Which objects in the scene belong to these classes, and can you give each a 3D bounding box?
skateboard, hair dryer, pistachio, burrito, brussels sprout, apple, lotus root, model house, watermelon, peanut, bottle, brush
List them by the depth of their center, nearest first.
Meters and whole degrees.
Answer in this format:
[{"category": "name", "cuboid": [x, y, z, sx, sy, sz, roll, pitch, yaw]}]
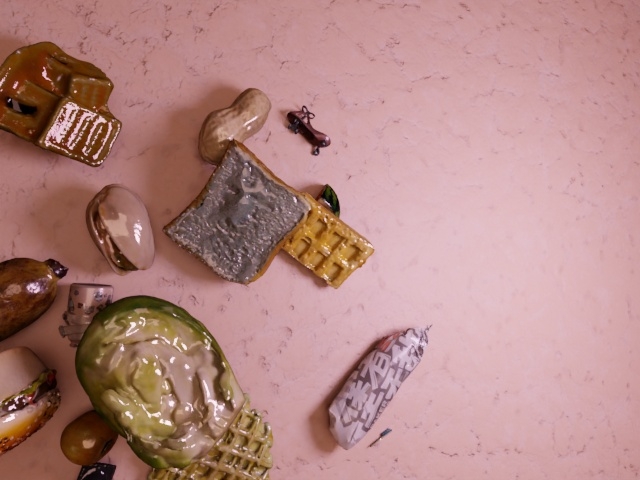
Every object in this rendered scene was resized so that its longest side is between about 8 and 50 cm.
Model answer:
[{"category": "lotus root", "cuboid": [-0.671, 0.124, 0.873, 0.260, 0.128, 0.145, -35, 111, -15]}, {"category": "brussels sprout", "cuboid": [-0.342, 0.291, 0.889, 0.371, 0.315, 0.276, 44, 60, 4]}, {"category": "apple", "cuboid": [-0.514, 0.436, 0.911, 0.102, 0.099, 0.114, 28, 49, 9]}, {"category": "model house", "cuboid": [-0.577, -0.304, 0.926, 0.239, 0.173, 0.268, 24, 79, -16]}, {"category": "bottle", "cuboid": [-0.537, 0.176, 0.938, 0.098, 0.099, 0.152, 9, 85, -20]}, {"category": "hair dryer", "cuboid": [-0.458, 0.630, 0.944, 0.248, 0.078, 0.196, 25, 76, -27]}, {"category": "pistachio", "cuboid": [-0.468, -0.027, 0.966, 0.143, 0.144, 0.215, -19, 100, -22]}, {"category": "peanut", "cuboid": [-0.231, -0.312, 1.089, 0.123, 0.123, 0.257, 40, 73, -13]}, {"category": "burrito", "cuboid": [0.178, 0.391, 1.186, 0.139, 0.101, 0.445, 45, 73, -6]}, {"category": "watermelon", "cuboid": [0.012, -0.091, 1.193, 0.094, 0.125, 0.135, -16, 111, 7]}, {"category": "skateboard", "cuboid": [-0.030, -0.332, 1.203, 0.151, 0.067, 0.080, 43, 63, -8]}, {"category": "brush", "cuboid": [0.178, 0.584, 1.211, 0.083, 0.016, 0.013, -29, 83, -21]}]

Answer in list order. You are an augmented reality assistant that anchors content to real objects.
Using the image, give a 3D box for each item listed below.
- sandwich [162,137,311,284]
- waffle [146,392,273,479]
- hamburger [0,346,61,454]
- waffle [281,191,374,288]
[{"category": "sandwich", "cuboid": [-0.202, -0.055, 1.030, 0.271, 0.099, 0.301, 38, 96, -8]}, {"category": "waffle", "cuboid": [-0.267, 0.545, 1.013, 0.316, 0.073, 0.298, -12, 89, -21]}, {"category": "hamburger", "cuboid": [-0.654, 0.335, 0.772, 0.300, 0.300, 0.176, -28, 89, -21]}, {"category": "waffle", "cuboid": [0.000, 0.000, 1.140, 0.274, 0.057, 0.168, 37, 105, -13]}]
